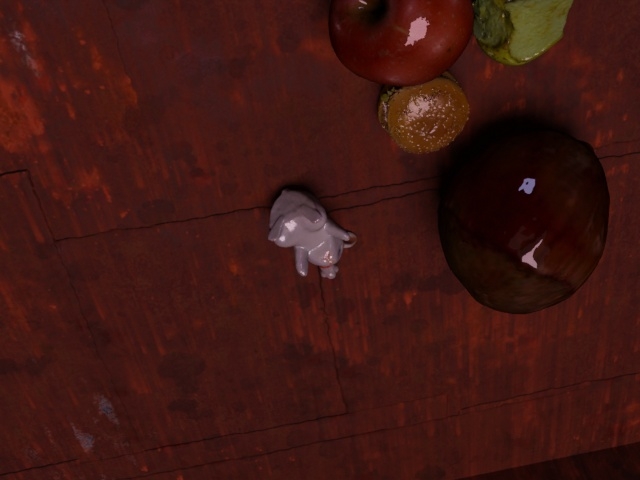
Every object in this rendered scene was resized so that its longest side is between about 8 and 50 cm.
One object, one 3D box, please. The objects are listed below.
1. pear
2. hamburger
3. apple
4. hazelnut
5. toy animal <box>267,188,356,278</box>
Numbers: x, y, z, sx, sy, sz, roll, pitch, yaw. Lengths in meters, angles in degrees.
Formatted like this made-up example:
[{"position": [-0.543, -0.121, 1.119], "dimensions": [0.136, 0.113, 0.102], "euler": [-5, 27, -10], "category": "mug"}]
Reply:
[{"position": [0.339, -0.458, 1.525], "dimensions": [0.164, 0.238, 0.255], "euler": [-17, 155, -3], "category": "pear"}, {"position": [0.210, -0.259, 1.711], "dimensions": [0.182, 0.118, 0.191], "euler": [-6, 134, -2], "category": "hamburger"}, {"position": [0.144, -0.396, 1.494], "dimensions": [0.216, 0.260, 0.260], "euler": [7, 133, -51], "category": "apple"}, {"position": [0.443, -0.044, 1.797], "dimensions": [0.421, 0.353, 0.420], "euler": [-14, 112, -36], "category": "hazelnut"}, {"position": [-0.001, 0.004, 1.869], "dimensions": [0.140, 0.138, 0.282], "euler": [-33, 129, 11], "category": "toy animal"}]
